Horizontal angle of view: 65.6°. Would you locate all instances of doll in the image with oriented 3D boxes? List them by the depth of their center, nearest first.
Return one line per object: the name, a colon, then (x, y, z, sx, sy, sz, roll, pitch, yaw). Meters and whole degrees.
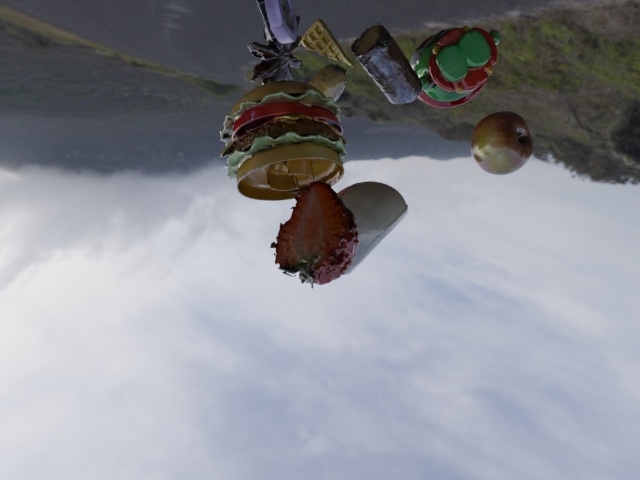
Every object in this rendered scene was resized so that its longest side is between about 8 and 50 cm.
doll: (0.290, -0.390, 1.126, 0.160, 0.183, 0.363, 49, -169, -15)

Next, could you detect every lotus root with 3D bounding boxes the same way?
lotus root: (0.011, -0.547, 1.814, 0.118, 0.221, 0.125, 41, -167, -8)

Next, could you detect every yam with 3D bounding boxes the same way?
yam: (0.125, -0.323, 0.925, 0.141, 0.079, 0.079, 40, 174, -38)

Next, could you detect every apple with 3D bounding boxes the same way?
apple: (0.351, -0.189, 0.971, 0.126, 0.125, 0.102, -2, 172, -40)

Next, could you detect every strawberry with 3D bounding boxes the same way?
strawberry: (0.006, 0.000, 0.990, 0.175, 0.106, 0.235, 9, -125, 33)

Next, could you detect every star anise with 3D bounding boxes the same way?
star anise: (-0.127, -0.559, 1.510, 0.088, 0.288, 0.288, 27, -160, 26)

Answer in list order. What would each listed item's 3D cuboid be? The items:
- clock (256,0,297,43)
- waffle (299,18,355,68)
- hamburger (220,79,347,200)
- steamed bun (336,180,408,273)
clock: (-0.111, -0.555, 1.186, 0.064, 0.198, 0.172, -7, -124, 13)
waffle: (0.017, -0.584, 1.566, 0.125, 0.191, 0.032, -32, -177, 38)
hamburger: (-0.079, -0.222, 1.068, 0.275, 0.212, 0.274, -9, 167, -2)
steamed bun: (0.089, -0.048, 1.319, 0.177, 0.283, 0.283, 44, -160, 4)
